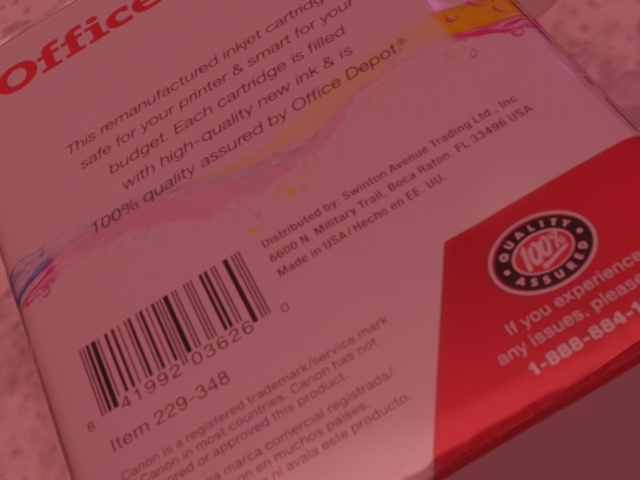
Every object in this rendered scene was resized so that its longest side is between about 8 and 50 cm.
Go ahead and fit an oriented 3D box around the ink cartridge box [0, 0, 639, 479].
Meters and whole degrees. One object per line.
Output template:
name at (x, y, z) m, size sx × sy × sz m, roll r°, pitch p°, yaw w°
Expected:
ink cartridge box at (0.000, 0.000, 0.477) m, size 0.226 × 0.131 × 0.306 m, roll -30°, pitch 47°, yaw 1°
